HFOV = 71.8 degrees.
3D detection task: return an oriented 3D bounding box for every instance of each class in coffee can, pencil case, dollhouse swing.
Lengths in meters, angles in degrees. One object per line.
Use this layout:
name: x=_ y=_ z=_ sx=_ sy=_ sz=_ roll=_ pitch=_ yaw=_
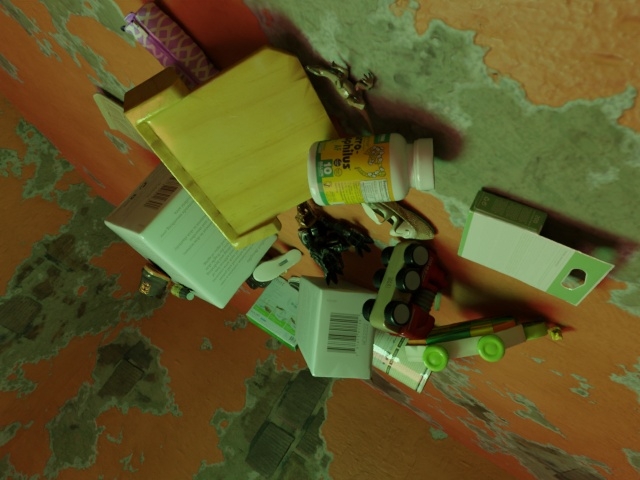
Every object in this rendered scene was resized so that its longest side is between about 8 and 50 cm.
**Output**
coffee can: x=0.251 y=0.345 z=1.464 sx=0.275 sy=0.201 sz=0.201 roll=27 pitch=157 yaw=21
pencil case: x=-0.303 y=-0.392 z=0.915 sx=0.206 sy=0.086 sz=0.088 roll=41 pitch=-162 yaw=-21
dollhouse swing: x=-0.164 y=-0.217 z=0.917 sx=0.347 sy=0.305 sz=0.315 roll=56 pitch=177 yaw=-34

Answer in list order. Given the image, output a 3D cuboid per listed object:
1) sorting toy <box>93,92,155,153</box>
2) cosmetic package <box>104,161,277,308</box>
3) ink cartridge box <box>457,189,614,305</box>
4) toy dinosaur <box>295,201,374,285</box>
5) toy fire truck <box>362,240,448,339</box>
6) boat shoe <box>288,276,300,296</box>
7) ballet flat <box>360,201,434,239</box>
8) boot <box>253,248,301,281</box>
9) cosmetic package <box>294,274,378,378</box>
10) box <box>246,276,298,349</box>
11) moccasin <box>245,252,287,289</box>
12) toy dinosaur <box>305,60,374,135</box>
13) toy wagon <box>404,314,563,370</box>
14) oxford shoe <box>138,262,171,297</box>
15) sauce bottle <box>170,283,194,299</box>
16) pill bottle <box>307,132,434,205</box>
sorting toy: x=-0.644 y=-0.396 z=1.495 sx=0.208 sy=0.038 sz=0.193 roll=29 pitch=158 yaw=5
cosmetic package: x=-0.437 y=-0.035 z=1.526 sx=0.327 sy=0.329 sz=0.393 roll=12 pitch=148 yaw=46
ink cartridge box: x=0.377 y=0.015 z=0.800 sx=0.235 sy=0.056 sz=0.171 roll=23 pitch=156 yaw=21
toy dinosaur: x=0.000 y=0.000 z=1.219 sx=0.218 sy=0.164 sz=0.322 roll=38 pitch=-173 yaw=41
toy fire truck: x=0.241 y=0.144 z=1.081 sx=0.246 sy=0.217 sz=0.158 roll=28 pitch=163 yaw=-23
boat shoe: x=-0.061 y=0.213 z=1.831 sx=0.219 sy=0.070 sz=0.077 roll=18 pitch=152 yaw=37
ballet flat: x=0.157 y=-0.050 z=0.972 sx=0.206 sy=0.067 sz=0.073 roll=36 pitch=157 yaw=-3
boot: x=-0.158 y=0.095 z=1.584 sx=0.069 sy=0.190 sz=0.086 roll=64 pitch=159 yaw=2
cosmetic package: x=0.030 y=0.239 z=1.338 sx=0.162 sy=0.230 sz=0.453 roll=6 pitch=179 yaw=-10
box: x=-0.156 y=0.322 z=1.981 sx=0.262 sy=0.231 sz=0.126 roll=30 pitch=158 yaw=12
moccasin: x=-0.233 y=0.125 z=1.843 sx=0.139 sy=0.147 sz=0.380 roll=49 pitch=163 yaw=4
toy dinosaur: x=0.058 y=-0.248 z=0.758 sx=0.183 sy=0.053 sz=0.092 roll=44 pitch=174 yaw=-15
toy wagon: x=0.380 y=0.230 z=1.051 sx=0.344 sy=0.068 sz=0.267 roll=-16 pitch=173 yaw=18
oxford shoe: x=-0.600 y=0.154 z=1.582 sx=0.097 sy=0.098 sz=0.271 roll=36 pitch=161 yaw=3
sauce bottle: x=-0.473 y=0.178 z=1.515 sx=0.128 sy=0.042 sz=0.042 roll=6 pitch=144 yaw=49
pill bottle: x=0.091 y=-0.125 z=0.773 sx=0.208 sy=0.117 sz=0.117 roll=-2 pitch=145 yaw=16
